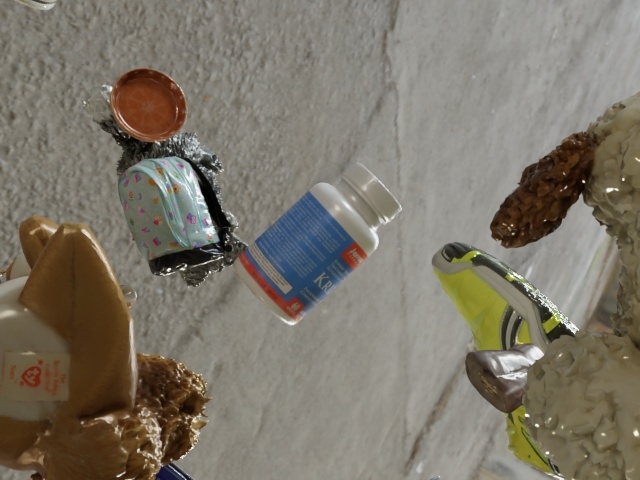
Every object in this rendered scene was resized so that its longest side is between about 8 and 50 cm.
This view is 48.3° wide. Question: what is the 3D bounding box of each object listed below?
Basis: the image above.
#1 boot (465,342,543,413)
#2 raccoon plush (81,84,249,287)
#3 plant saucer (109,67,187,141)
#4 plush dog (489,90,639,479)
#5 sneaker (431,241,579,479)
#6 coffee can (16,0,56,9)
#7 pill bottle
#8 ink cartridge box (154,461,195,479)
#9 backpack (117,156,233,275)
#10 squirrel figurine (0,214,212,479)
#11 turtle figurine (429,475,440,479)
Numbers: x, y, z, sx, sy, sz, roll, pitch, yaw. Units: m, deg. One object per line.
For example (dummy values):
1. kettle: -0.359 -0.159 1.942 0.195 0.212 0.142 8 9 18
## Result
1. boot: 0.173 0.130 0.580 0.037 0.106 0.114 -49 152 23
2. raccoon plush: -0.337 -0.085 1.506 0.216 0.299 0.446 -36 149 15
3. plant saucer: -0.187 -0.146 0.774 0.083 0.083 0.013 -51 -166 -28
4. plush dog: 0.223 -0.008 0.372 0.225 0.263 0.210 -107 -164 -50
5. sneaker: 0.245 0.164 0.790 0.147 0.384 0.145 -44 165 15
6. coffee can: -0.456 -0.557 1.186 0.275 0.201 0.201 -44 162 19
7. pill bottle: 0.000 0.000 0.974 0.221 0.124 0.124 -43 155 2
8. ink cartridge box: -0.248 0.423 1.146 0.065 0.165 0.332 -49 171 -30
9. backpack: -0.235 -0.042 1.116 0.115 0.152 0.181 -23 97 -57
10. squirrel figurine: -0.336 0.164 0.957 0.281 0.397 0.370 -35 -170 -9
11. turtle figurine: 0.122 0.430 0.825 0.266 0.198 0.274 -18 137 -46
